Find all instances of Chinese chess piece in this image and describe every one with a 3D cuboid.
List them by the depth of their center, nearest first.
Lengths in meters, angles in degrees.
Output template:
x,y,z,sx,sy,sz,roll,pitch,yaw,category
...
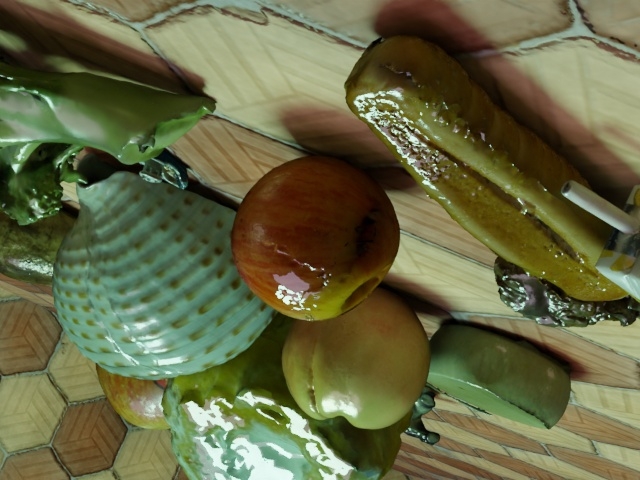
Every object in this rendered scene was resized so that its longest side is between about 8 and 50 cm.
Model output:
x,y,z,sx,sy,sz,roll,pitch,yaw,category
0.221,0.171,1.252,0.189,0.083,0.188,22,168,5,Chinese chess piece

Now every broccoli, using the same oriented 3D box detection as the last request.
x,y,z,sx,sy,sz,roll,pitch,yaw,category
-0.286,-0.085,0.854,0.302,0.186,0.254,31,154,-10,broccoli

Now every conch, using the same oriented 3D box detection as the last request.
x,y,z,sx,sy,sz,roll,pitch,yaw,category
-0.193,0.056,1.191,0.303,0.215,0.319,4,160,23,conch

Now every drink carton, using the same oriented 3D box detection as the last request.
x,y,z,sx,sy,sz,roll,pitch,yaw,category
0.242,0.013,0.662,0.200,0.084,0.074,30,177,-38,drink carton

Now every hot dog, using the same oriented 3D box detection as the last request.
x,y,z,sx,sy,sz,roll,pitch,yaw,category
0.125,-0.042,0.666,0.083,0.068,0.289,-23,134,36,hot dog

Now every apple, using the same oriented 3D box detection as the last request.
x,y,z,sx,sy,sz,roll,pitch,yaw,category
0.000,0.000,0.829,0.147,0.146,0.146,20,165,6,apple
-0.227,0.210,1.681,0.310,0.249,0.277,14,163,17,apple

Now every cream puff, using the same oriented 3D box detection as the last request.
x,y,z,sx,sy,sz,roll,pitch,yaw,category
-0.032,0.246,1.474,0.379,0.275,0.378,9,125,13,cream puff

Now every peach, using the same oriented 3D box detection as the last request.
x,y,z,sx,sy,sz,roll,pitch,yaw,category
0.043,0.136,1.197,0.184,0.184,0.184,20,165,6,peach

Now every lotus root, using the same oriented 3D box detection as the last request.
x,y,z,sx,sy,sz,roll,pitch,yaw,category
-0.406,0.009,1.470,0.214,0.138,0.138,25,165,-16,lotus root

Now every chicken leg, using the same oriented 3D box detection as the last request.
x,y,z,sx,sy,sz,roll,pitch,yaw,category
0.242,0.044,0.822,0.198,0.069,0.085,11,139,13,chicken leg

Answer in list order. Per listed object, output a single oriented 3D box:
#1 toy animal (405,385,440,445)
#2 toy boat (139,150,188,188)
x,y,z,sx,sy,sz,roll,pitch,yaw,category
0.116,0.274,1.748,0.225,0.093,0.121,30,172,-31,toy animal
-0.170,-0.075,1.017,0.038,0.038,0.083,8,160,43,toy boat
